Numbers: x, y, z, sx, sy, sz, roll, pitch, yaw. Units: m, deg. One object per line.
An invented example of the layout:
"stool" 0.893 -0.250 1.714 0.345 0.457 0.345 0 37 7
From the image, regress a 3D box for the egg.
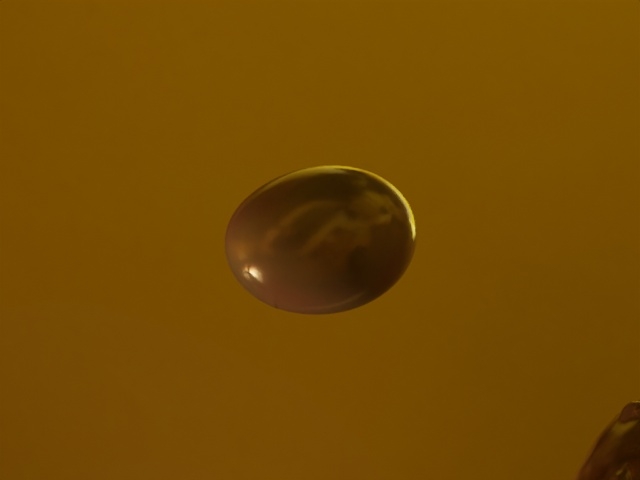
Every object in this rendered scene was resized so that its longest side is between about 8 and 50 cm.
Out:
"egg" 0.000 0.000 1.326 0.103 0.135 0.103 -9 90 -81

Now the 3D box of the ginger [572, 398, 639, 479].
"ginger" 0.183 0.224 1.073 0.304 0.155 0.244 108 -18 -66
